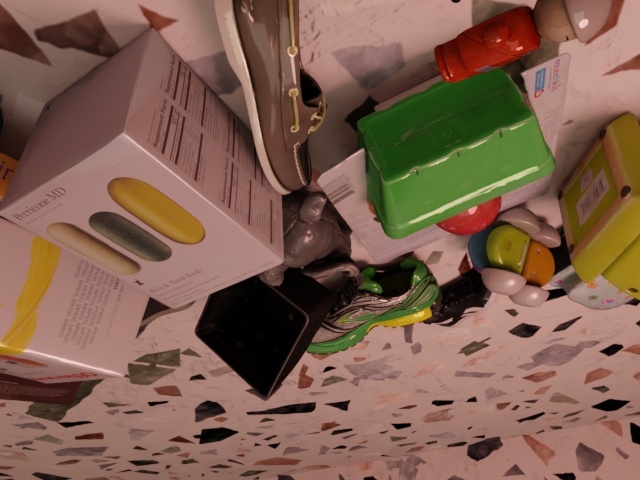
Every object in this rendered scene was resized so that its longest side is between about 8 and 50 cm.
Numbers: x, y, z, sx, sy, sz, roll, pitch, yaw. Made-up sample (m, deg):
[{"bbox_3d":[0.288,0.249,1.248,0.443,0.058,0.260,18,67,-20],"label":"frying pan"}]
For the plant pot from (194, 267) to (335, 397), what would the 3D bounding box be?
[{"bbox_3d":[-0.084,0.134,0.882,0.167,0.187,0.188,-14,136,-59],"label":"plant pot"}]

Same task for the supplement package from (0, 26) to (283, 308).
[{"bbox_3d":[-0.204,-0.074,0.624,0.199,0.197,0.263,-23,139,21],"label":"supplement package"}]

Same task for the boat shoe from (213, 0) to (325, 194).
[{"bbox_3d":[-0.042,-0.177,0.591,0.091,0.109,0.304,-6,138,7],"label":"boat shoe"}]

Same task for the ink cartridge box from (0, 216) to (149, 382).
[{"bbox_3d":[-0.482,0.078,0.663,0.279,0.160,0.385,-15,146,38],"label":"ink cartridge box"}]

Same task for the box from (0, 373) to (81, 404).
[{"bbox_3d":[-0.550,0.208,0.956,0.167,0.168,0.203,16,137,-25],"label":"box"}]

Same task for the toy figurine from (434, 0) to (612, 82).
[{"bbox_3d":[0.146,-0.272,0.413,0.148,0.209,0.213,-15,141,37],"label":"toy figurine"}]

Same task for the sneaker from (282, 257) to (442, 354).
[{"bbox_3d":[0.068,0.120,0.989,0.344,0.134,0.146,-22,133,6],"label":"sneaker"}]

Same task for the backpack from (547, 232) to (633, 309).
[{"bbox_3d":[0.552,0.050,0.939,0.189,0.144,0.166,16,131,-30],"label":"backpack"}]

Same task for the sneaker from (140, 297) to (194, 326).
[{"bbox_3d":[-0.350,0.094,0.931,0.222,0.083,0.118,-21,124,23],"label":"sneaker"}]

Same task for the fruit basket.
[{"bbox_3d":[0.191,-0.092,0.719,0.327,0.165,0.353,-24,158,11],"label":"fruit basket"}]

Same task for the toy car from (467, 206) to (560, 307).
[{"bbox_3d":[0.352,0.030,0.905,0.182,0.159,0.136,24,169,-34],"label":"toy car"}]

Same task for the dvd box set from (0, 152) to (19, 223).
[{"bbox_3d":[-0.573,-0.092,0.601,0.308,0.062,0.421,-19,143,40],"label":"dvd box set"}]

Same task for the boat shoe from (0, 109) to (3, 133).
[{"bbox_3d":[-0.433,-0.192,0.520,0.089,0.108,0.258,7,138,-12],"label":"boat shoe"}]

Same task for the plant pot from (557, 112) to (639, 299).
[{"bbox_3d":[0.510,-0.047,0.736,0.207,0.227,0.228,12,141,2],"label":"plant pot"}]

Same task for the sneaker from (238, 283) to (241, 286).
[{"bbox_3d":[-0.186,0.086,0.944,0.076,0.057,0.161,-18,144,5],"label":"sneaker"}]

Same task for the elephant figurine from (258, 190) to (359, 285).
[{"bbox_3d":[0.000,0.000,0.811,0.240,0.186,0.169,16,103,-41],"label":"elephant figurine"}]

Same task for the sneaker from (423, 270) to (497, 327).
[{"bbox_3d":[0.285,0.129,1.048,0.121,0.079,0.216,7,141,-19],"label":"sneaker"}]
